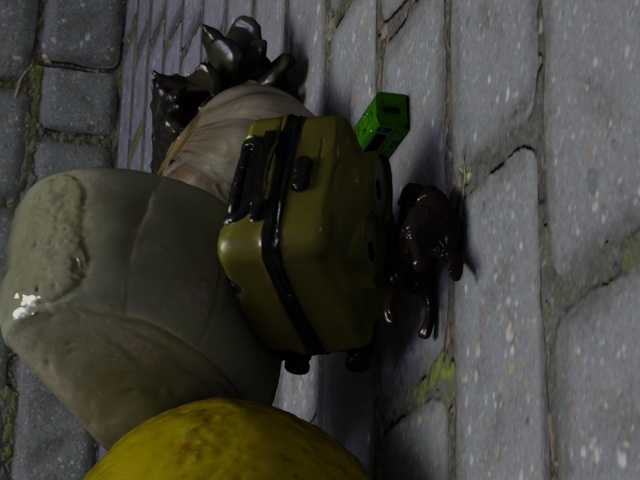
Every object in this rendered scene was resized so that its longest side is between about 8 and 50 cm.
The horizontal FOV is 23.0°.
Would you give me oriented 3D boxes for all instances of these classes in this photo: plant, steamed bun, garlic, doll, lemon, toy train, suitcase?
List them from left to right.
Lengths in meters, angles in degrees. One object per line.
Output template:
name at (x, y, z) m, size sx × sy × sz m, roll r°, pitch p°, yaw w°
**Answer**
steamed bun at (-0.159, 0.090, 1.667) m, size 0.383 × 0.236 × 0.247 m, roll 57°, pitch -154°, yaw -47°
plant at (-0.144, -0.176, 2.214) m, size 0.199 × 0.188 × 0.276 m, roll -108°, pitch 28°, yaw -56°
lemon at (-0.085, 0.331, 1.504) m, size 0.387 × 0.350 × 0.349 m, roll -141°, pitch 59°, yaw -69°
garlic at (-0.108, -0.043, 1.926) m, size 0.322 × 0.241 × 0.322 m, roll -169°, pitch 90°, yaw -89°
suitcase at (0.000, 0.000, 1.577) m, size 0.235 × 0.143 × 0.194 m, roll 66°, pitch -153°, yaw -49°
toy train at (0.045, -0.099, 1.748) m, size 0.209 × 0.042 × 0.044 m, roll 126°, pitch 148°, yaw -62°
doll at (0.094, 0.003, 1.503) m, size 0.139 × 0.057 × 0.165 m, roll 110°, pitch 165°, yaw -50°
